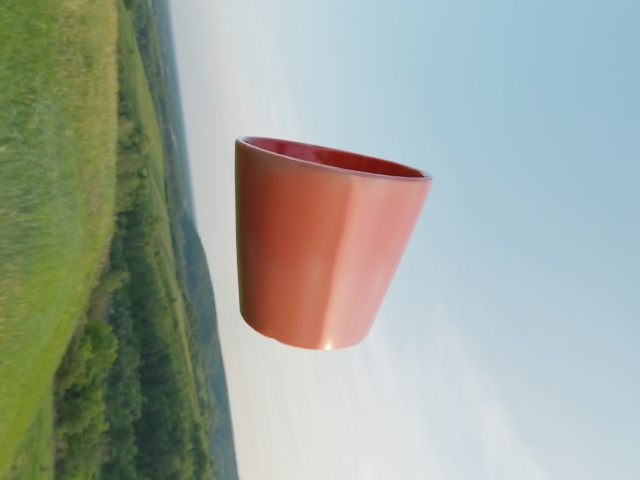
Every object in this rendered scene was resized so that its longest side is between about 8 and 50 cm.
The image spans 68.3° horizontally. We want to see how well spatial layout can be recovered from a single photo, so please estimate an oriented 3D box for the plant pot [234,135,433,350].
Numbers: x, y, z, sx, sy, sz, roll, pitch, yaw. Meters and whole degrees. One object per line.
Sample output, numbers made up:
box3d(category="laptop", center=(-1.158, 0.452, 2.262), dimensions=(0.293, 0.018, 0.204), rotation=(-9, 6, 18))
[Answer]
box3d(category="plant pot", center=(0.000, 0.000, 0.661), dimensions=(0.275, 0.274, 0.244), rotation=(-132, -130, -66))
